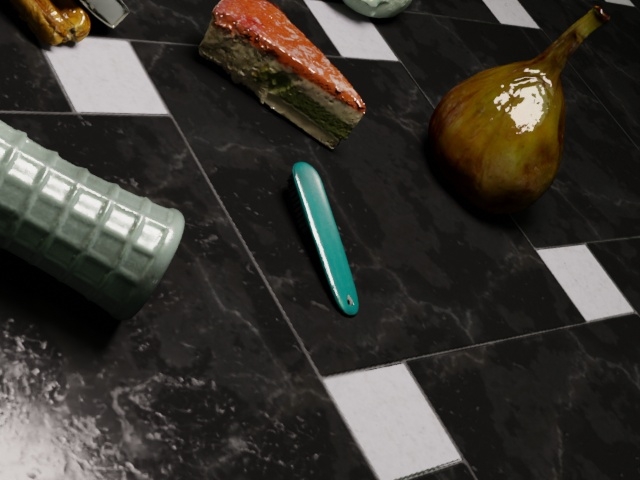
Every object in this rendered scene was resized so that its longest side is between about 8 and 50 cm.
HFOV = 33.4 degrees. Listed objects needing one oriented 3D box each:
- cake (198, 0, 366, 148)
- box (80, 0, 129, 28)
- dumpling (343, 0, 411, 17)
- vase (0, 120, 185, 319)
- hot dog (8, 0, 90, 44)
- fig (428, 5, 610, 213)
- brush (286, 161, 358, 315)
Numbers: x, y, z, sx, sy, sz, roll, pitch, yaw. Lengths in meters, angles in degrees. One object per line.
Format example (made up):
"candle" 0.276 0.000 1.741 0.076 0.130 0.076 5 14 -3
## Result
"cake" -0.041 -0.223 1.337 0.220 0.086 0.116 31 39 -9
"box" -0.299 -0.329 1.219 0.177 0.036 0.115 48 1 20
"dumpling" 0.081 -0.416 1.635 0.153 0.108 0.219 41 34 3
"vase" -0.269 -0.047 0.916 0.299 0.143 0.143 30 37 -17
"hot dog" -0.325 -0.283 1.192 0.165 0.045 0.071 48 38 13
"fig" 0.287 -0.168 1.421 0.190 0.290 0.190 49 14 -17
"brush" 0.000 0.000 1.189 0.043 0.032 0.193 5 59 -43
